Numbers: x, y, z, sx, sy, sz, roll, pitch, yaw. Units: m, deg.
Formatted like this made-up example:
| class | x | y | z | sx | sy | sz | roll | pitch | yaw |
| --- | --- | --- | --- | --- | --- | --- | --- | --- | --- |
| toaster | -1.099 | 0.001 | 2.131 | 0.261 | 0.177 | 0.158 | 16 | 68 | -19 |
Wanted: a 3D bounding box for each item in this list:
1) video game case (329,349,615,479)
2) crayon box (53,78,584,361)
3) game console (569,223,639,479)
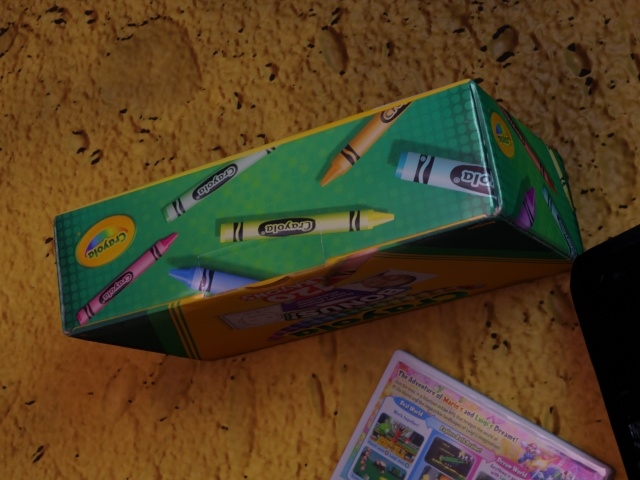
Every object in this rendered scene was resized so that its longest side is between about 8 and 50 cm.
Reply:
| class | x | y | z | sx | sy | sz | roll | pitch | yaw |
| --- | --- | --- | --- | --- | --- | --- | --- | --- | --- |
| video game case | 0.080 | 0.165 | 0.769 | 0.157 | 0.019 | 0.143 | 28 | 93 | 29 |
| crayon box | 0.000 | 0.000 | 0.759 | 0.279 | 0.165 | 0.081 | -16 | 73 | 24 |
| game console | 0.308 | 0.019 | 0.621 | 0.361 | 0.044 | 0.213 | -29 | 45 | 21 |
